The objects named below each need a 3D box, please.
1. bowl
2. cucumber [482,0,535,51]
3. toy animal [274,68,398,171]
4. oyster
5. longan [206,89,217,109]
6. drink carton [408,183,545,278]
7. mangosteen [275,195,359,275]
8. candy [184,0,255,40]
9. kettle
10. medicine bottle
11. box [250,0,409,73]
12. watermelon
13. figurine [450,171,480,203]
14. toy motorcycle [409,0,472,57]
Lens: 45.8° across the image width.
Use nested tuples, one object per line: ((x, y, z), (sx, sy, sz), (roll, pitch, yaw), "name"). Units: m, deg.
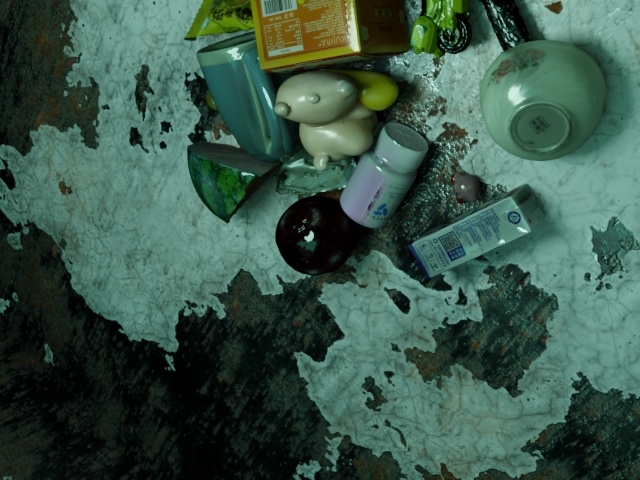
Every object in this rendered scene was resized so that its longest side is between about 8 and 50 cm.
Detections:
((0.480, -0.281, 1.654), (0.277, 0.145, 0.277), (9, 135, 9), "bowl")
((0.424, -0.488, 1.709), (0.303, 0.081, 0.072), (60, 156, -2), "cucumber")
((0.052, -0.296, 1.877), (0.278, 0.345, 0.246), (4, 106, 13), "toy animal")
((-0.018, -0.181, 2.106), (0.199, 0.087, 0.252), (51, 120, 17), "oyster")
((-0.296, -0.412, 2.196), (0.075, 0.083, 0.075), (-6, 127, -8), "longan")
((0.388, -0.020, 1.884), (0.315, 0.130, 0.106), (-28, 94, 36), "drink carton")
((0.000, 0.000, 2.088), (0.228, 0.228, 0.265), (4, 154, 31), "mangosteen")
((-0.217, -0.611, 2.023), (0.297, 0.187, 0.081), (8, 152, 31), "candy")
((-0.155, -0.363, 1.998), (0.247, 0.319, 0.342), (-18, 111, -7), "kettle")
((0.165, -0.167, 1.956), (0.152, 0.152, 0.254), (40, 124, 13), "medicine bottle")
((0.026, -0.526, 1.825), (0.284, 0.260, 0.213), (0, 101, 33), "box")
((-0.264, -0.149, 2.169), (0.319, 0.292, 0.222), (13, 111, 18), "watermelon")
((0.363, -0.135, 1.893), (0.067, 0.071, 0.083), (-34, 98, -4), "figurine")
((0.256, -0.592, 1.723), (0.206, 0.142, 0.342), (21, 123, 44), "toy motorcycle")
